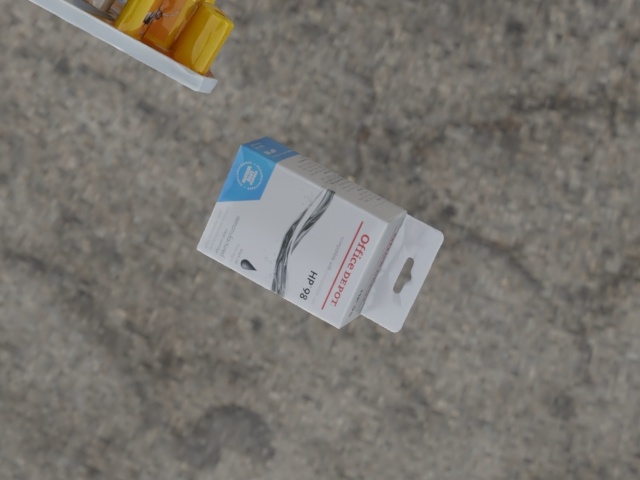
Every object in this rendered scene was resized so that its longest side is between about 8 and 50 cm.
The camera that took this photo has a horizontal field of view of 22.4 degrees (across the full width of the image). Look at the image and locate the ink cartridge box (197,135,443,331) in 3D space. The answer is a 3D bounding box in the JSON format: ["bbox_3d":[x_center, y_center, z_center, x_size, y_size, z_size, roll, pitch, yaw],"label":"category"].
[{"bbox_3d":[0.000,0.000,1.355,0.180,0.060,0.104,28,107,14],"label":"ink cartridge box"}]

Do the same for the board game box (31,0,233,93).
[{"bbox_3d":[-0.255,-0.265,1.054,0.390,0.390,0.050,28,105,-25],"label":"board game box"}]
